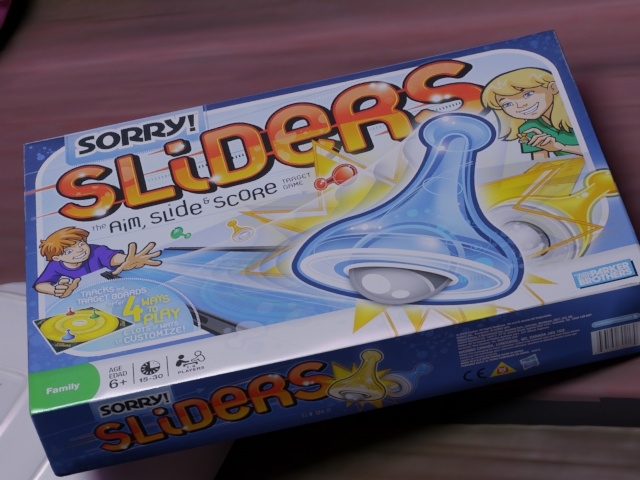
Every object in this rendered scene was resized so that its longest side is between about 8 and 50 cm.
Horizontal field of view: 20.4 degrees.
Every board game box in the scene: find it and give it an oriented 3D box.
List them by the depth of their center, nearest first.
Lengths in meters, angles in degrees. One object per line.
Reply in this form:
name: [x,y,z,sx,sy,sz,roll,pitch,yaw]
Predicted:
board game box: [0.000,0.000,0.613,0.201,0.035,0.136,-13,43,0]

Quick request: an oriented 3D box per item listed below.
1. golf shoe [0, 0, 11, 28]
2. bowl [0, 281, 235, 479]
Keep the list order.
golf shoe: [-0.182,-0.189,0.908,0.140,0.115,0.306,14,58,49]
bowl: [-0.108,0.073,0.651,0.142,0.053,0.142,11,57,40]
